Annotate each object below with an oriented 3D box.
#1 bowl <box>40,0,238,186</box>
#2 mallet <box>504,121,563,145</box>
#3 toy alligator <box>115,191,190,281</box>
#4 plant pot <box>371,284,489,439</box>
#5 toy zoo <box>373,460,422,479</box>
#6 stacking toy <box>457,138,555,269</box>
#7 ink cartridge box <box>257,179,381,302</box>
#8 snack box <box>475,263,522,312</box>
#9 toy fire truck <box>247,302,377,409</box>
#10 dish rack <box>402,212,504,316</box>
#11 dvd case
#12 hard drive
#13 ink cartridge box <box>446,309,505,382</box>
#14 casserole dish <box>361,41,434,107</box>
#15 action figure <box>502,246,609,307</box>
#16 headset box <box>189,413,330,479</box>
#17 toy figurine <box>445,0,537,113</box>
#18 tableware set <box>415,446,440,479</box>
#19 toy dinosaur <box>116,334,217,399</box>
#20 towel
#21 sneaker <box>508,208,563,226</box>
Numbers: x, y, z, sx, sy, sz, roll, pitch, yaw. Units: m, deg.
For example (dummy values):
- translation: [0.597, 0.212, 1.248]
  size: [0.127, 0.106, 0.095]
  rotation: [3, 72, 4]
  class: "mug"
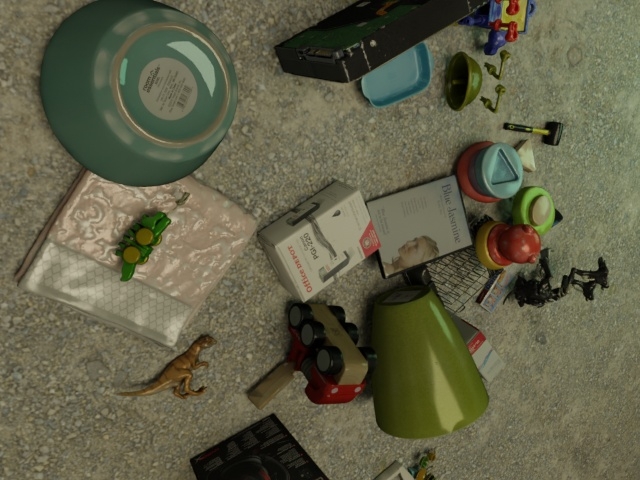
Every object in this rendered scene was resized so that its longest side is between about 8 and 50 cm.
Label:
- translation: [-0.253, -0.234, 0.936]
  size: [0.312, 0.163, 0.311]
  rotation: [-5, 99, -34]
  class: "bowl"
- translation: [0.540, -0.271, 1.530]
  size: [0.190, 0.039, 0.062]
  rotation: [-6, 107, -26]
  class: "mallet"
- translation: [-0.298, -0.017, 1.028]
  size: [0.051, 0.056, 0.189]
  rotation: [35, 88, 4]
  class: "toy alligator"
- translation: [0.227, 0.265, 1.418]
  size: [0.275, 0.275, 0.293]
  rotation: [-21, 102, -24]
  class: "plant pot"
- translation: [0.173, 0.743, 1.680]
  size: [0.293, 0.030, 0.192]
  rotation: [-34, 122, -17]
  class: "toy zoo"
- translation: [0.487, -0.106, 1.441]
  size: [0.280, 0.130, 0.308]
  rotation: [-24, 99, -28]
  class: "stacking toy"
- translation: [0.000, 0.000, 1.257]
  size: [0.218, 0.092, 0.158]
  rotation: [-34, 122, -15]
  class: "ink cartridge box"
- translation: [0.495, 0.111, 1.649]
  size: [0.064, 0.022, 0.178]
  rotation: [34, 88, -37]
  class: "snack box"
- translation: [-0.029, 0.281, 1.282]
  size: [0.159, 0.217, 0.246]
  rotation: [7, 118, -34]
  class: "toy fire truck"
- translation: [0.349, 0.063, 1.513]
  size: [0.272, 0.074, 0.208]
  rotation: [-40, 125, -15]
  class: "dish rack"
- translation: [0.230, -0.034, 1.384]
  size: [0.253, 0.022, 0.180]
  rotation: [-19, 97, -21]
  class: "dvd case"
- translation: [0.112, -0.393, 1.090]
  size: [0.339, 0.237, 0.064]
  rotation: [-34, 122, -18]
  class: "hard drive"
- translation: [0.390, 0.279, 1.581]
  size: [0.072, 0.127, 0.175]
  rotation: [-47, 125, -7]
  class: "ink cartridge box"
- translation: [0.155, -0.350, 1.256]
  size: [0.189, 0.037, 0.114]
  rotation: [-27, 120, -22]
  class: "casserole dish"
- translation: [0.631, 0.109, 1.654]
  size: [0.276, 0.140, 0.164]
  rotation: [-6, 151, -4]
  class: "action figure"
- translation: [-0.115, 0.528, 1.259]
  size: [0.218, 0.293, 0.110]
  rotation: [-24, 119, -23]
  class: "headset box"
- translation: [0.402, -0.463, 1.283]
  size: [0.217, 0.191, 0.362]
  rotation: [-16, 117, -32]
  class: "toy figurine"
- translation: [0.309, 0.677, 1.721]
  size: [0.104, 0.024, 0.154]
  rotation: [-10, 109, -47]
  class: "tableware set"
- translation: [-0.293, 0.275, 1.207]
  size: [0.211, 0.064, 0.112]
  rotation: [-39, 106, -25]
  class: "toy dinosaur"
- translation: [-0.318, 0.013, 1.089]
  size: [0.332, 0.053, 0.316]
  rotation: [34, 88, -37]
  class: "towel"
- translation: [0.569, -0.040, 1.623]
  size: [0.210, 0.069, 0.082]
  rotation: [-18, 148, -34]
  class: "sneaker"
